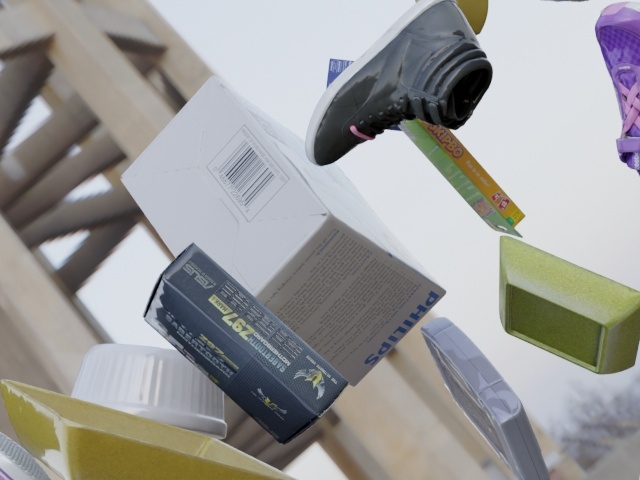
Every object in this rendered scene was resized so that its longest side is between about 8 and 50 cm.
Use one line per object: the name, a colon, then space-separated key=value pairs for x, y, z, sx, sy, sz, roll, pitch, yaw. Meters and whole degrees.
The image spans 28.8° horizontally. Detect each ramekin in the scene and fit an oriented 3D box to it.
ramekin: x=-0.285 y=0.252 z=2.077 sx=0.273 sy=0.273 sz=0.127 roll=62 pitch=-147 yaw=-74

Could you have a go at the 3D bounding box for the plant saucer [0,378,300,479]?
plant saucer: x=-0.225 y=0.276 z=1.569 sx=0.333 sy=0.333 sz=0.081 roll=5 pitch=76 yaw=62

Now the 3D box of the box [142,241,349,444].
box: x=-0.090 y=0.122 z=1.403 sx=0.059 sy=0.233 sz=0.183 roll=-48 pitch=-1 yaw=-24

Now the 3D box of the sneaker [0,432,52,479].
sneaker: x=-0.533 y=0.346 z=1.833 sx=0.161 sy=0.282 sz=0.102 roll=-57 pitch=-9 yaw=-4

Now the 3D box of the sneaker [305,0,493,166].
sneaker: x=0.104 y=-0.176 z=1.646 sx=0.296 sy=0.147 sz=0.105 roll=-46 pitch=-31 yaw=20

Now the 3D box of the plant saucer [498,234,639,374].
plant saucer: x=0.292 y=0.091 z=1.508 sx=0.045 sy=0.188 sz=0.188 roll=-56 pitch=-23 yaw=-24

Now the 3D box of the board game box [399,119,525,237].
board game box: x=0.209 y=-0.107 z=1.873 sx=0.039 sy=0.259 sz=0.124 roll=-42 pitch=14 yaw=-6

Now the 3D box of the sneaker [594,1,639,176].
sneaker: x=0.333 y=-0.127 z=1.246 sx=0.104 sy=0.236 sz=0.095 roll=-47 pitch=30 yaw=-23

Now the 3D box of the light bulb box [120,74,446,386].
light bulb box: x=-0.054 y=-0.006 z=1.906 sx=0.225 sy=0.358 sz=0.361 roll=-46 pitch=-37 yaw=10

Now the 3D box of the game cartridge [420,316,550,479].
game cartridge: x=0.262 y=0.251 z=2.011 sx=0.062 sy=0.297 sz=0.198 roll=-26 pitch=-57 yaw=-8

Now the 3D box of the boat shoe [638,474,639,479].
boat shoe: x=0.359 y=0.271 z=1.141 sx=0.063 sy=0.184 sz=0.066 roll=-51 pitch=12 yaw=42

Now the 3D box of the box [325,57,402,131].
box: x=0.120 y=-0.228 z=1.978 sx=0.136 sy=0.225 sz=0.036 roll=-83 pitch=-3 yaw=-45

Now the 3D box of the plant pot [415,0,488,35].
plant pot: x=0.192 y=-0.330 z=1.784 sx=0.081 sy=0.083 sz=0.081 roll=-2 pitch=-10 yaw=-42
